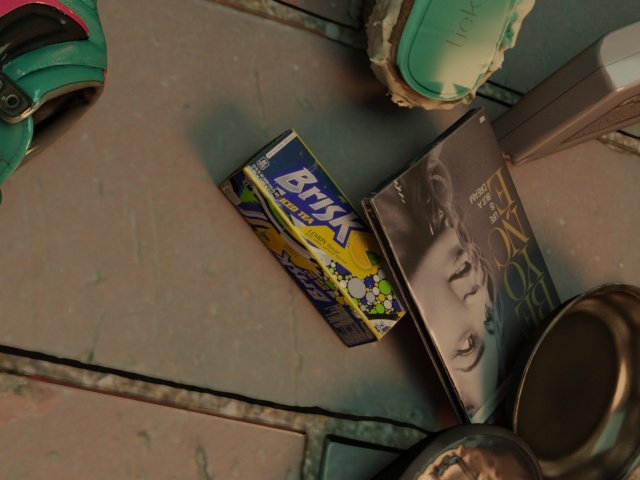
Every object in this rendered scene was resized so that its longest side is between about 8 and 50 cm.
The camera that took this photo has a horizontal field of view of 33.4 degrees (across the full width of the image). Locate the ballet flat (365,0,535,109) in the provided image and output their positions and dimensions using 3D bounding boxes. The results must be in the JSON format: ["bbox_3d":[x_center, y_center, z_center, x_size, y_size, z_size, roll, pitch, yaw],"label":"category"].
[{"bbox_3d":[0.148,-0.299,0.848,0.147,0.147,0.409,26,106,-20],"label":"ballet flat"}]

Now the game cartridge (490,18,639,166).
[{"bbox_3d":[0.307,-0.155,0.953,0.297,0.198,0.062,-20,77,-31],"label":"game cartridge"}]

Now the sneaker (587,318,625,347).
[{"bbox_3d":[0.264,0.085,0.961,0.109,0.040,0.043,-20,90,-30],"label":"sneaker"}]

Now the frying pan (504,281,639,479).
[{"bbox_3d":[0.269,0.091,0.918,0.326,0.053,0.197,-39,121,-24],"label":"frying pan"}]

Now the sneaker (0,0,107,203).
[{"bbox_3d":[-0.263,-0.100,0.688,0.296,0.124,0.178,-20,78,-31],"label":"sneaker"}]

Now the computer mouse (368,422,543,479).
[{"bbox_3d":[0.047,0.235,0.798,0.272,0.072,0.188,-34,96,-18],"label":"computer mouse"}]

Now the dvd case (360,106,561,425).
[{"bbox_3d":[0.127,0.025,0.870,0.164,0.018,0.221,-40,113,-39],"label":"dvd case"}]

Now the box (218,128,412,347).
[{"bbox_3d":[0.000,0.000,0.835,0.059,0.054,0.169,-43,99,-30],"label":"box"}]
